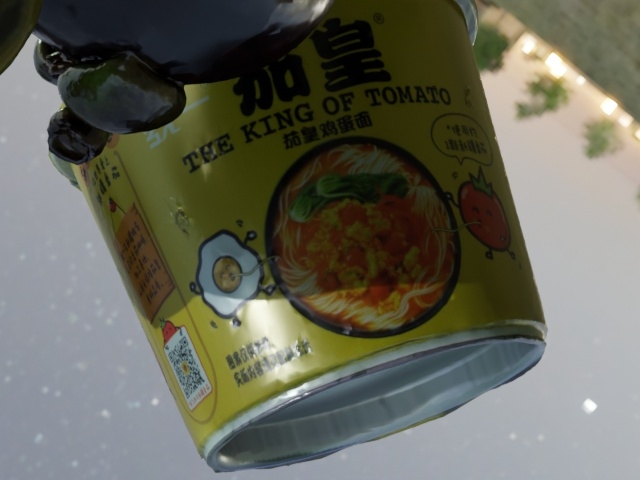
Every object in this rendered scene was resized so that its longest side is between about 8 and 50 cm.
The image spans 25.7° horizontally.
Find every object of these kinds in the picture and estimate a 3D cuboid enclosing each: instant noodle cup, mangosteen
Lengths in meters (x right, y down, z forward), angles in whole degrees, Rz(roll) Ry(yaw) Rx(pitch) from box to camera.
[{"bbox_3d":[0.000,0.000,0.972,0.325,0.325,0.254,16,-129,-62],"label":"instant noodle cup"},{"bbox_3d":[-0.086,-0.159,0.721,0.216,0.216,0.216,37,-168,-9],"label":"mangosteen"}]

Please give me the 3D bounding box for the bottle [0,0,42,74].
[{"bbox_3d":[-0.290,-0.080,0.628,0.171,0.351,0.172,20,-120,-40],"label":"bottle"}]
